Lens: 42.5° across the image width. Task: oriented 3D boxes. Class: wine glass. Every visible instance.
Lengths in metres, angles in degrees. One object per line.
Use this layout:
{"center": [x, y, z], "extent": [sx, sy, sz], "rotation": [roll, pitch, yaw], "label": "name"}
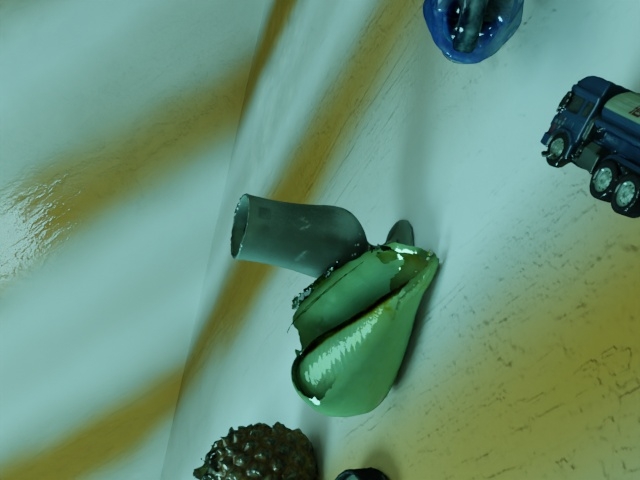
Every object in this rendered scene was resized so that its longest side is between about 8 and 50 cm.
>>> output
{"center": [0.000, 0.000, 1.102], "extent": [0.103, 0.231, 0.103], "rotation": [-168, 90, -73], "label": "wine glass"}

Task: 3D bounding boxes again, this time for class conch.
{"center": [0.040, 0.107, 1.051], "extent": [0.143, 0.137, 0.250], "rotation": [36, 120, 51], "label": "conch"}

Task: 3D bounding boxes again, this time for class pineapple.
{"center": [-0.105, 0.364, 1.292], "extent": [0.166, 0.193, 0.166], "rotation": [-178, 90, -72], "label": "pineapple"}

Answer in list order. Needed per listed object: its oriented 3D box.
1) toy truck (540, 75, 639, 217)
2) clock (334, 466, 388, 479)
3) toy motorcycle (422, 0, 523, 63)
{"center": [0.245, -0.066, 0.622], "extent": [0.201, 0.074, 0.088], "rotation": [-118, 46, -63], "label": "toy truck"}
{"center": [0.046, 0.384, 1.053], "extent": [0.184, 0.040, 0.184], "rotation": [-170, 90, -72], "label": "clock"}
{"center": [0.192, -0.319, 0.855], "extent": [0.182, 0.241, 0.319], "rotation": [10, 83, 33], "label": "toy motorcycle"}
